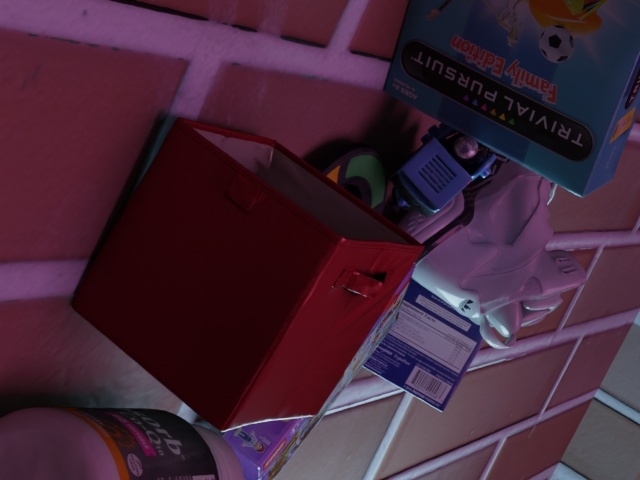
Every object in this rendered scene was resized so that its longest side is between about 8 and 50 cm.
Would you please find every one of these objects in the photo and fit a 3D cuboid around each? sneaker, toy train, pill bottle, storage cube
[{"bbox_3d":[0.255,-0.024,1.666,0.366,0.210,0.137,-41,173,-32],"label":"sneaker"},{"bbox_3d":[0.127,-0.077,1.480,0.105,0.080,0.184,-41,-178,-9],"label":"toy train"},{"bbox_3d":[-0.186,0.231,1.190,0.162,0.162,0.278,-61,157,5],"label":"pill bottle"},{"bbox_3d":[-0.060,0.031,1.147,0.193,0.215,0.183,-58,158,12],"label":"storage cube"}]

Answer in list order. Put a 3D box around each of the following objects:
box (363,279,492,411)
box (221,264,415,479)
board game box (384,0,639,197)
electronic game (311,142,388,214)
[{"bbox_3d":[0.159,0.096,1.743,0.225,0.136,0.036,-59,-172,2],"label":"box"},{"bbox_3d":[-0.004,0.154,1.531,0.293,0.057,0.201,-51,170,-19],"label":"box"},{"bbox_3d":[0.224,-0.249,1.316,0.079,0.253,0.336,-27,141,-49],"label":"board game box"},{"bbox_3d":[0.000,0.000,1.423,0.229,0.048,0.229,-44,152,-31],"label":"electronic game"}]
